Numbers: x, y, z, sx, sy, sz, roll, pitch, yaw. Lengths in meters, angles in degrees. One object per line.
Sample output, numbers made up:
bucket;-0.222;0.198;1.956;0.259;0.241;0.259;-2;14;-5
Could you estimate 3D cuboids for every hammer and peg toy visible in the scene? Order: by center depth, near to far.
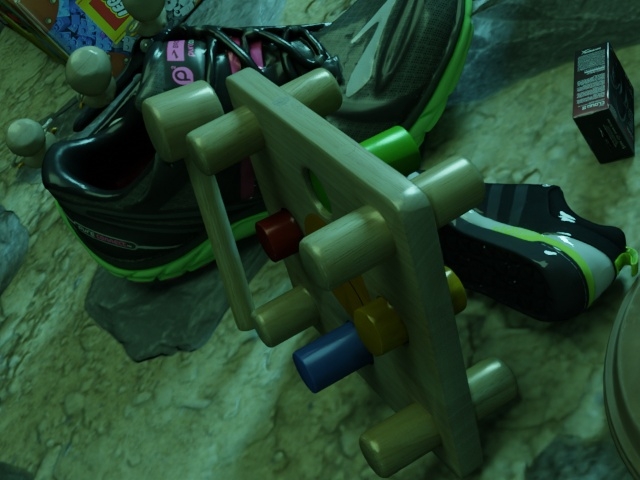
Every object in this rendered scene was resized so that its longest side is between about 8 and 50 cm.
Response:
hammer and peg toy;0.000;0.000;0.795;0.127;0.266;0.361;-29;37;-16

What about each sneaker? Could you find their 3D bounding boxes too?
sneaker;0.153;-0.007;0.812;0.097;0.084;0.234;-30;37;-21
sneaker;-0.067;-0.126;0.975;0.483;0.202;0.185;-32;43;14

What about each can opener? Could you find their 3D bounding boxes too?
can opener;-0.246;-0.199;1.307;0.059;0.073;0.186;37;85;10

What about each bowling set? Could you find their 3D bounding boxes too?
bowling set;-0.216;-0.152;1.195;0.287;0.200;0.154;-51;1;-7

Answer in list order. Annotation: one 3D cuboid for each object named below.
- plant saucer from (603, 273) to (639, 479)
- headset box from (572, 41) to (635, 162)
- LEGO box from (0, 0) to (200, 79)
plant saucer;0.308;0.067;0.633;0.278;0.041;0.278;-21;46;23
headset box;0.232;-0.109;0.825;0.032;0.062;0.083;-14;48;31
LEGO box;-0.340;-0.468;1.493;0.372;0.193;0.500;-49;41;-6
